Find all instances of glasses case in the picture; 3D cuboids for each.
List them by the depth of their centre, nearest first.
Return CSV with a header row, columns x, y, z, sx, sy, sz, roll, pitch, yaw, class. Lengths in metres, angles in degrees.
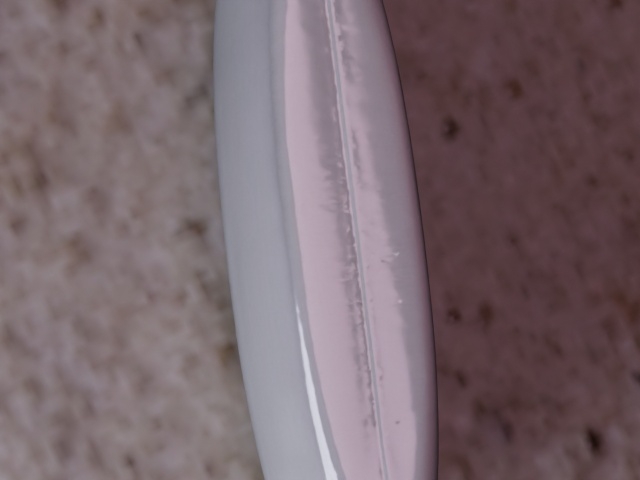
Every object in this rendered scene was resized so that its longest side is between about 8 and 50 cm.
x,y,z,sx,sy,sz,roll,pitch,yaw,class
0.000,0.000,0.434,0.049,0.074,0.193,-4,83,-15,glasses case
